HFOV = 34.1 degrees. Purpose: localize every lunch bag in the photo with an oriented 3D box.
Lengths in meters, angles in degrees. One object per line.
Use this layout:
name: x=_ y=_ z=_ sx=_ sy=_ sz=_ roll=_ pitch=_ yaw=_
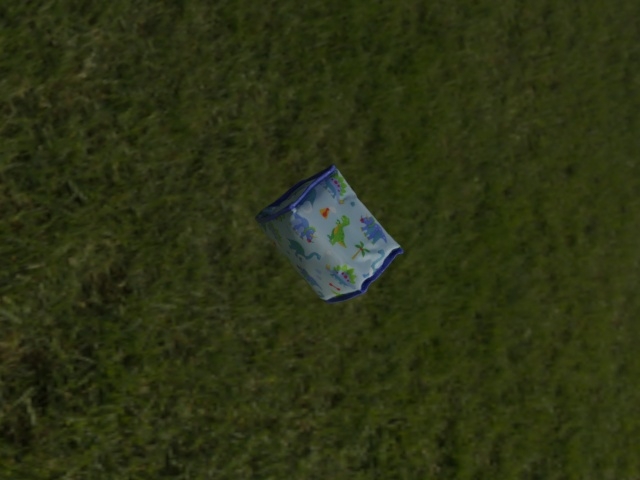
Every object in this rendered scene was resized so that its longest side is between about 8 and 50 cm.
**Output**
lunch bag: x=0.000 y=0.000 z=1.166 sx=0.096 sy=0.151 sz=0.129 roll=-43 pitch=98 yaw=-29
